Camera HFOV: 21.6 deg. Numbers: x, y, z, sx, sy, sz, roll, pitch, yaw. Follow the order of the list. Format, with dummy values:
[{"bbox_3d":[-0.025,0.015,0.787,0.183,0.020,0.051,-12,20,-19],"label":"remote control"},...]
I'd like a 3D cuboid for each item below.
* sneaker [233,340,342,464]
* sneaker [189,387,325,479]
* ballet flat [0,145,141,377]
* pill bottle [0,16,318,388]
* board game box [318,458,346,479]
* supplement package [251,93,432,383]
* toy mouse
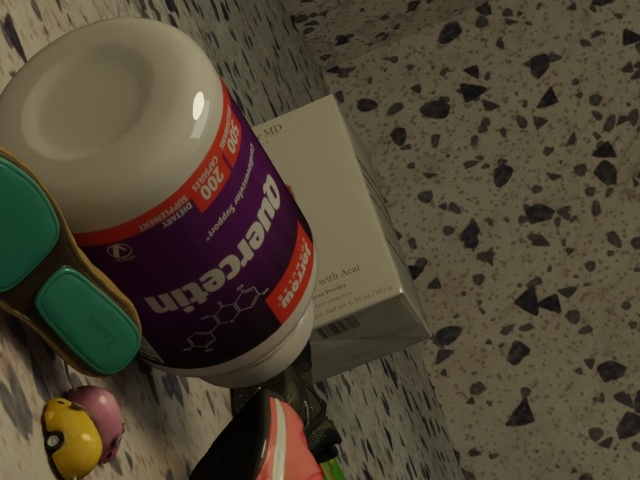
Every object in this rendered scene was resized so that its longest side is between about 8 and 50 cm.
[{"bbox_3d":[-0.037,0.157,1.765,0.227,0.087,0.130,-95,163,-57],"label":"sneaker"},{"bbox_3d":[-0.021,0.241,1.291,0.136,0.116,0.314,33,21,-24],"label":"sneaker"},{"bbox_3d":[-0.200,0.011,1.109,0.073,0.080,0.232,34,-19,43],"label":"ballet flat"},{"bbox_3d":[-0.113,-0.013,1.308,0.323,0.181,0.181,58,12,-52],"label":"pill bottle"},{"bbox_3d":[0.011,0.294,1.856,0.092,0.043,0.181,-97,164,-66],"label":"board game box"},{"bbox_3d":[0.000,0.000,2.115,0.175,0.177,0.293,53,16,-63],"label":"supplement package"},{"bbox_3d":[-0.147,0.153,1.161,0.143,0.031,0.161,60,11,-48],"label":"toy mouse"}]
